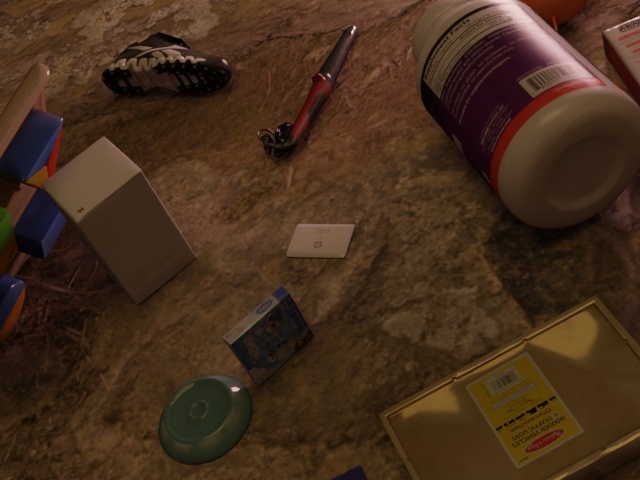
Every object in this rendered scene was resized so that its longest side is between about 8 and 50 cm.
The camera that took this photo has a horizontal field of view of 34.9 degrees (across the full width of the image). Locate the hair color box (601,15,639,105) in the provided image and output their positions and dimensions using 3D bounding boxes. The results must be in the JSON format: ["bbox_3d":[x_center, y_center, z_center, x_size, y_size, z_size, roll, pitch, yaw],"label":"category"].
[{"bbox_3d":[0.415,-0.222,1.278,0.072,0.043,0.141,-21,47,7],"label":"hair color box"}]

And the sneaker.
[{"bbox_3d":[-0.234,-0.287,1.613,0.234,0.078,0.106,3,55,29],"label":"sneaker"}]

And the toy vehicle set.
[{"bbox_3d":[0.210,0.181,1.027,0.267,0.035,0.166,-28,45,0],"label":"toy vehicle set"}]

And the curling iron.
[{"bbox_3d":[-0.011,-0.223,1.483,0.068,0.035,0.274,11,57,32],"label":"curling iron"}]

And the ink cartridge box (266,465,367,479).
[{"bbox_3d":[-0.054,0.384,0.952,0.307,0.072,0.303,-29,45,1],"label":"ink cartridge box"}]

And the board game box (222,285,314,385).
[{"bbox_3d":[-0.058,0.111,1.174,0.090,0.090,0.020,-41,48,-12],"label":"board game box"}]

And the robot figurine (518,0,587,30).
[{"bbox_3d":[0.292,-0.376,1.414,0.158,0.128,0.219,-28,44,-4],"label":"robot figurine"}]

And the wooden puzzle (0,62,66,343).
[{"bbox_3d":[-0.406,-0.008,1.318,0.080,0.348,0.322,21,57,-1],"label":"wooden puzzle"}]

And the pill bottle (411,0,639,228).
[{"bbox_3d":[0.232,-0.172,1.224,0.181,0.181,0.323,-29,45,-1],"label":"pill bottle"}]

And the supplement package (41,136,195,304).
[{"bbox_3d":[-0.259,-0.024,1.319,0.105,0.179,0.105,-40,50,-13],"label":"supplement package"}]

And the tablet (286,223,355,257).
[{"bbox_3d":[0.000,0.000,1.304,0.083,0.006,0.054,0,52,26],"label":"tablet"}]

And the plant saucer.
[{"bbox_3d":[-0.138,0.201,1.181,0.119,0.021,0.119,-13,47,14],"label":"plant saucer"}]
